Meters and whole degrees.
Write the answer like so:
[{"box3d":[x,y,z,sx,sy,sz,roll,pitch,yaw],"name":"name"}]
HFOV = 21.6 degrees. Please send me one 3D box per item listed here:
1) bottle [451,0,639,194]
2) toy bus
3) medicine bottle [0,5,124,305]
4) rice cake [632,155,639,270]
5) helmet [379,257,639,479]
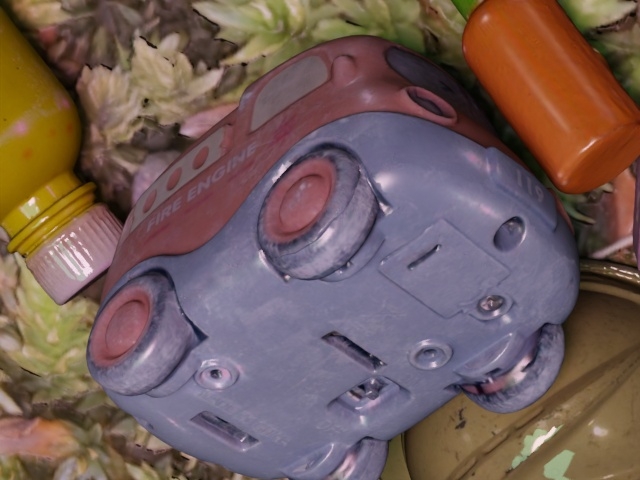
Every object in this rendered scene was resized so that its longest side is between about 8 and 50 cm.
[{"box3d":[0.119,-0.116,0.992,0.069,0.069,0.187,-42,66,23],"name":"bottle"},{"box3d":[0.000,0.000,1.007,0.294,0.231,0.197,-36,128,28],"name":"toy bus"},{"box3d":[-0.212,-0.059,1.108,0.122,0.122,0.212,-38,91,23],"name":"medicine bottle"},{"box3d":[0.219,-0.137,0.976,0.056,0.072,0.365,6,108,15],"name":"rice cake"},{"box3d":[0.130,0.132,1.039,0.257,0.137,0.204,-31,93,23],"name":"helmet"}]
